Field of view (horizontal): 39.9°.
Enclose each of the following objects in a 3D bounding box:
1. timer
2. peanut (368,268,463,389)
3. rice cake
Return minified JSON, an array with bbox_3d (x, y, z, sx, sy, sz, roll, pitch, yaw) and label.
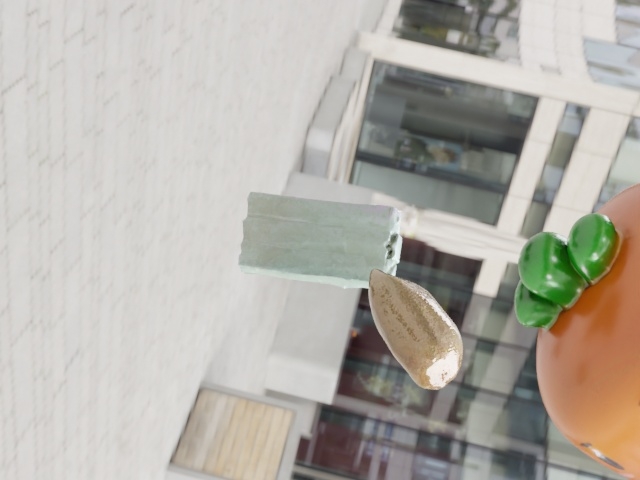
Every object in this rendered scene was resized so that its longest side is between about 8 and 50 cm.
[{"bbox_3d":[0.136,0.031,0.355,0.099,0.136,0.136,-42,-155,49],"label":"timer"},{"bbox_3d":[0.099,0.091,0.957,0.152,0.076,0.076,59,-18,24],"label":"peanut"},{"bbox_3d":[0.000,0.000,1.144,0.038,0.211,0.124,65,30,-64],"label":"rice cake"}]
